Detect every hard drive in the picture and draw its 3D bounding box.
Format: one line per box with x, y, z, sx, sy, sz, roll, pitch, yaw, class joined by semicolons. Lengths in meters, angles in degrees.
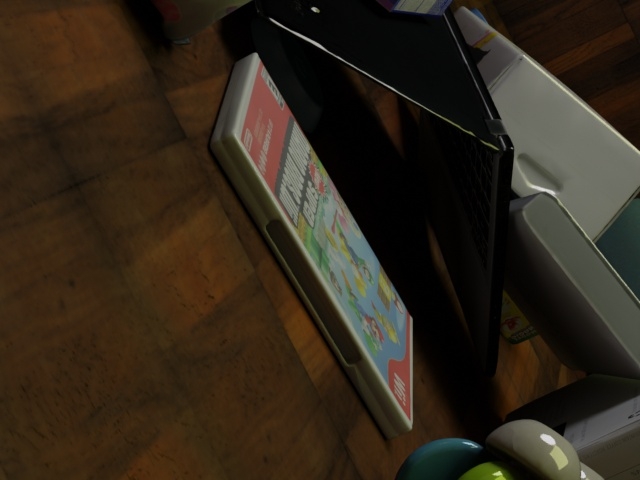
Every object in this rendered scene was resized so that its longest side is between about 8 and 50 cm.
0.238;0.048;1.706;0.203;0.040;0.307;51;-7;-2;hard drive

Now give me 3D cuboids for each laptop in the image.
0.037;-0.129;1.710;0.382;0.236;0.408;-103;-169;-57;laptop

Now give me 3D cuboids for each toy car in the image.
0.117;0.206;1.264;0.136;0.159;0.182;31;-8;36;toy car

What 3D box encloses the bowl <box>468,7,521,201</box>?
0.265;-0.136;2.403;0.391;0.077;0.391;-25;90;-87;bowl

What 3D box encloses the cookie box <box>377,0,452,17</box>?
0.073;-0.262;1.677;0.092;0.040;0.107;45;24;22;cookie box

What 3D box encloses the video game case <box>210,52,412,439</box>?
0.000;0.000;1.396;0.285;0.025;0.204;60;14;-20;video game case

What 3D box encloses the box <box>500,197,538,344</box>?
0.234;0.041;2.021;0.179;0.105;0.043;56;16;-32;box

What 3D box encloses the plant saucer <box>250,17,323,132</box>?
-0.026;-0.157;1.589;0.119;0.021;0.119;57;16;-26;plant saucer

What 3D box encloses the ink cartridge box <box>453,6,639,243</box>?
0.241;-0.142;2.033;0.226;0.131;0.306;37;8;-18;ink cartridge box

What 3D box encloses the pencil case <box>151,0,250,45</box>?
-0.128;-0.282;1.246;0.273;0.113;0.124;59;4;-21;pencil case

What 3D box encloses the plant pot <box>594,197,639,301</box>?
0.537;0.129;2.590;0.341;0.341;0.334;49;12;-47;plant pot

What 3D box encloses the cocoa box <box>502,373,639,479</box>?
0.309;0.257;1.636;0.228;0.231;0.347;63;13;-1;cocoa box
